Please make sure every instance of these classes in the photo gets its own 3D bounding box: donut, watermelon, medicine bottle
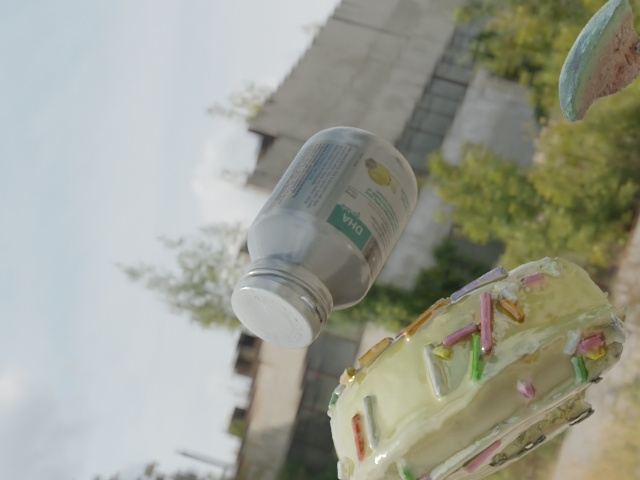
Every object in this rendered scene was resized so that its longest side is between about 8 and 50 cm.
[{"bbox_3d":[0.148,0.154,1.393,0.307,0.150,0.371,-31,-16,-4],"label":"donut"},{"bbox_3d":[0.295,-0.195,1.447,0.155,0.080,0.101,-42,-11,-14],"label":"watermelon"},{"bbox_3d":[0.000,0.000,1.394,0.215,0.135,0.135,-59,-15,-34],"label":"medicine bottle"}]
